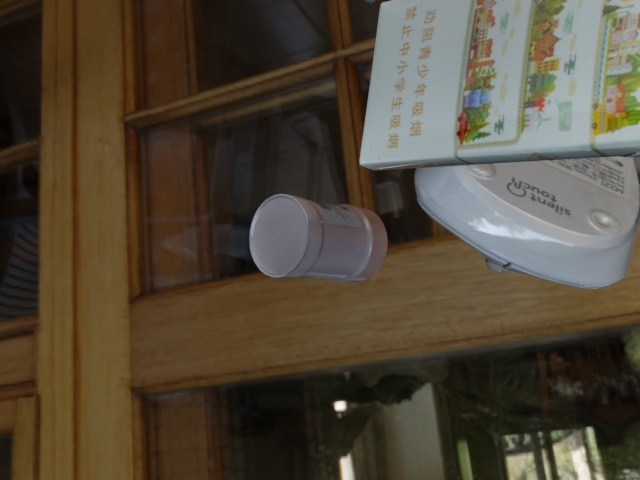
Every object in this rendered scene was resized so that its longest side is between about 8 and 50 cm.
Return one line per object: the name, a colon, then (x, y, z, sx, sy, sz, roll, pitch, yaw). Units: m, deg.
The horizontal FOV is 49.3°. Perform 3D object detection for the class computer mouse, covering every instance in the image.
computer mouse: (0.178, -0.059, 0.613, 0.184, 0.297, 0.121, 24, 135, 0)

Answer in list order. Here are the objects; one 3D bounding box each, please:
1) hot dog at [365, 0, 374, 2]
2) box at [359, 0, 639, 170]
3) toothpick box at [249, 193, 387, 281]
hot dog: (0.076, -0.352, 0.755, 0.069, 0.131, 0.253, 11, 170, -10)
box: (0.117, -0.107, 0.419, 0.032, 0.122, 0.220, 15, 172, -42)
toothpick box: (0.000, 0.000, 0.846, 0.098, 0.098, 0.149, -19, 164, 38)
